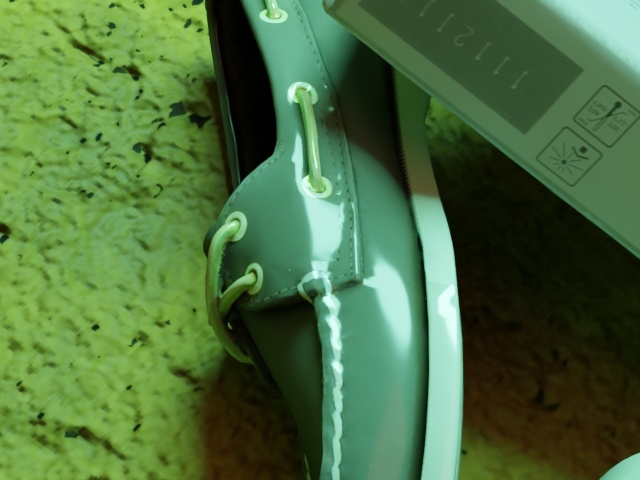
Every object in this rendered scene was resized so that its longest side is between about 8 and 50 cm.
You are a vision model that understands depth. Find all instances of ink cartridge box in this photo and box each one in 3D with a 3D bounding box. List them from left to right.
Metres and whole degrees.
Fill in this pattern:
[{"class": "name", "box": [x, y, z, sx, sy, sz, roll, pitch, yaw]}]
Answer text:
[{"class": "ink cartridge box", "box": [0.164, -0.071, 0.631, 0.296, 0.066, 0.261, 38, 32, -5]}]

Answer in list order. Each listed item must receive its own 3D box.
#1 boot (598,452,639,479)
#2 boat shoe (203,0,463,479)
[{"class": "boot", "box": [0.202, 0.174, 0.512, 0.244, 0.088, 0.176, 16, 57, -4]}, {"class": "boat shoe", "box": [-0.001, 0.003, 0.573, 0.091, 0.109, 0.305, 4, 51, -8]}]
